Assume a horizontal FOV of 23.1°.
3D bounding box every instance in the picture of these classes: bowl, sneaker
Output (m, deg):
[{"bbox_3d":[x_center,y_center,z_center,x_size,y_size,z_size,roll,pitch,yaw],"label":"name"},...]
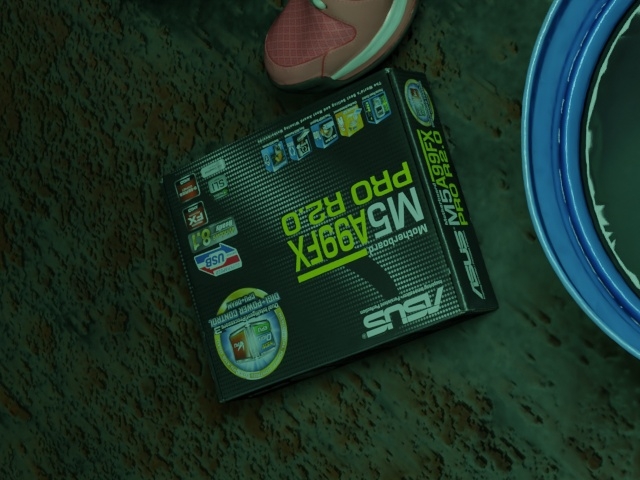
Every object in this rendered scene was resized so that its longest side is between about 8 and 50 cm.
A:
[{"bbox_3d":[0.332,-0.075,1.055,0.391,0.077,0.391,-3,80,20],"label":"bowl"},{"bbox_3d":[0.037,-0.256,1.265,0.314,0.136,0.116,-46,42,23],"label":"sneaker"}]

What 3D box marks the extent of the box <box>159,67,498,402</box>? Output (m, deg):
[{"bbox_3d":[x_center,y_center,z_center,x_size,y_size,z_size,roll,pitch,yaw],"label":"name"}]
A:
[{"bbox_3d":[0.000,0.000,1.354,0.270,0.060,0.216,-22,77,33],"label":"box"}]
